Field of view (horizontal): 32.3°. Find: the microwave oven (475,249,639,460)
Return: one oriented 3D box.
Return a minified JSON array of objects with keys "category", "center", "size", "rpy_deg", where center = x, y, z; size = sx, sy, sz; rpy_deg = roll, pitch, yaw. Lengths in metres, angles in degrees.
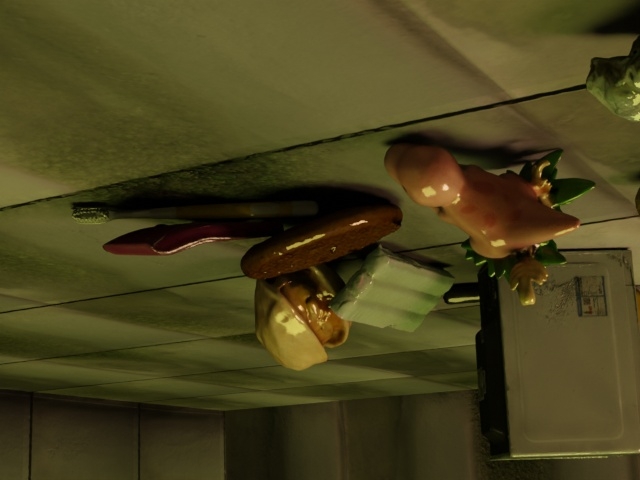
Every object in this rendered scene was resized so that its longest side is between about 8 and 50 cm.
[{"category":"microwave oven","center":[0.354,0.175,1.653],"size":[0.237,0.295,0.181],"rpy_deg":[-2,167,-2]}]

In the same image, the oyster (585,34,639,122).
[{"category":"oyster","center":[0.337,-0.128,0.774],"size":[0.198,0.112,0.267],"rpy_deg":[10,171,-25]}]

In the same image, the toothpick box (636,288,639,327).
[{"category":"toothpick box","center":[0.486,0.223,1.922],"size":[0.175,0.271,0.175],"rpy_deg":[-2,166,0]}]

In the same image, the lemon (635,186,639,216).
[{"category":"lemon","center":[0.391,-0.043,1.247],"size":[0.083,0.062,0.062],"rpy_deg":[9,163,-32]}]

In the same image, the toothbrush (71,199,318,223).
[{"category":"toothbrush","center":[-0.146,-0.034,1.286],"size":[0.288,0.021,0.024],"rpy_deg":[-2,176,-2]}]

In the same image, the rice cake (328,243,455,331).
[{"category":"rice cake","center":[0.104,0.077,1.616],"size":[0.127,0.043,0.237],"rpy_deg":[-53,149,10]}]

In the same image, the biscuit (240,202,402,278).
[{"category":"biscuit","center":[0.000,0.000,1.320],"size":[0.212,0.036,0.212],"rpy_deg":[-19,171,-3]}]

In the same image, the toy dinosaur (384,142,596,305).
[{"category":"toy dinosaur","center":[0.178,-0.047,1.111],"size":[0.194,0.152,0.177],"rpy_deg":[37,-173,29]}]

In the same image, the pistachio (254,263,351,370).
[{"category":"pistachio","center":[-0.031,0.102,1.643],"size":[0.157,0.157,0.229],"rpy_deg":[-3,154,2]}]

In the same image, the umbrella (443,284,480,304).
[{"category":"umbrella","center":[0.269,0.086,1.836],"size":[0.133,0.031,0.036],"rpy_deg":[-5,168,7]}]

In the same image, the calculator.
[{"category":"calculator","center":[-0.149,-0.007,1.304],"size":[0.190,0.034,0.126],"rpy_deg":[-9,-177,-37]}]
